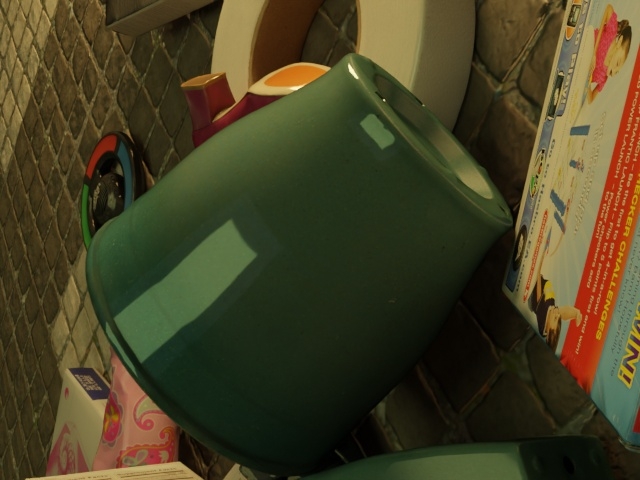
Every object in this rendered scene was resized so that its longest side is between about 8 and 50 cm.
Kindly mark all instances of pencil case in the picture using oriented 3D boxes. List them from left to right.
[{"bbox_3d":[-0.238,0.271,1.114,0.124,0.124,0.284,-16,64,52],"label":"pencil case"}]

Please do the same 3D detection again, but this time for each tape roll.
[{"bbox_3d":[0.004,-0.194,0.896,0.392,0.072,0.391,-7,81,53],"label":"tape roll"}]

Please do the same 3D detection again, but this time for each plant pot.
[{"bbox_3d":[0.000,0.000,0.672,0.255,0.272,0.271,-44,50,18],"label":"plant pot"},{"bbox_3d":[0.110,0.235,0.641,0.234,0.166,0.165,-35,59,40],"label":"plant pot"}]

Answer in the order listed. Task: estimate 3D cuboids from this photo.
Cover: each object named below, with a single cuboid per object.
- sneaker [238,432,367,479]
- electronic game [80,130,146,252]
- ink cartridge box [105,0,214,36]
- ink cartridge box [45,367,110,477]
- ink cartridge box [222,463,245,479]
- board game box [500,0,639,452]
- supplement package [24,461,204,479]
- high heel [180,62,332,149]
[{"bbox_3d":[-0.044,0.181,0.846,0.126,0.127,0.321,-30,49,-4],"label":"sneaker"},{"bbox_3d":[-0.348,-0.067,1.386,0.229,0.048,0.229,-7,81,54],"label":"electronic game"},{"bbox_3d":[-0.197,-0.471,1.167,0.307,0.072,0.303,-7,81,46],"label":"ink cartridge box"},{"bbox_3d":[-0.357,0.415,1.332,0.324,0.071,0.330,25,105,52],"label":"ink cartridge box"},{"bbox_3d":[-0.082,0.379,0.964,0.311,0.065,0.185,-54,46,32],"label":"ink cartridge box"},{"bbox_3d":[0.200,-0.076,0.466,0.302,0.086,0.308,-78,-1,-80],"label":"board game box"},{"bbox_3d":[-0.186,0.380,0.887,0.263,0.198,0.199,12,97,53],"label":"supplement package"},{"bbox_3d":[-0.052,-0.113,0.864,0.244,0.082,0.117,4,122,40],"label":"high heel"}]
